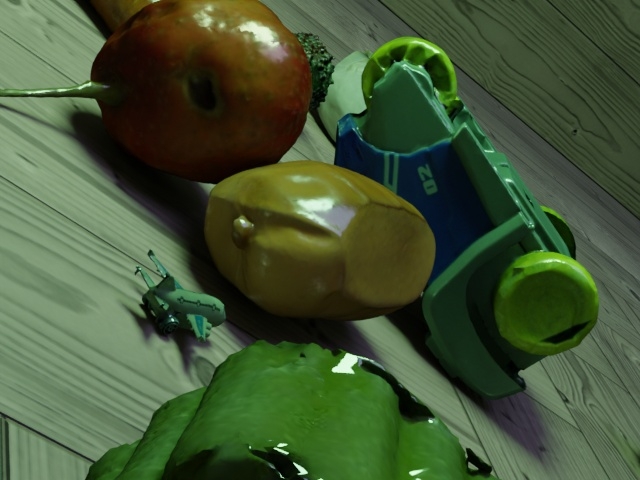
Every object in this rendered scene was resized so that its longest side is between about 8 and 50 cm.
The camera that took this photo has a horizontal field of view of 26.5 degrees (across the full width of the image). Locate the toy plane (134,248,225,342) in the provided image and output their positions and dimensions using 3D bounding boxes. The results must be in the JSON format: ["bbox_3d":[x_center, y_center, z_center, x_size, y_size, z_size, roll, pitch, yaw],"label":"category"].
[{"bbox_3d":[-0.090,0.043,0.881,0.080,0.033,0.083,53,11,34],"label":"toy plane"}]

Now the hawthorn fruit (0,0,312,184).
[{"bbox_3d":[-0.143,-0.108,1.030,0.285,0.165,0.165,-10,47,-30],"label":"hawthorn fruit"}]

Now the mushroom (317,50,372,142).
[{"bbox_3d":[0.083,-0.107,1.606,0.109,0.097,0.351,28,24,-44],"label":"mushroom"}]

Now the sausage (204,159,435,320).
[{"bbox_3d":[0.000,0.001,1.053,0.136,0.120,0.241,14,2,22],"label":"sausage"}]

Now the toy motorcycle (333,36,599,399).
[{"bbox_3d":[0.109,-0.019,1.283,0.326,0.200,0.191,52,13,-12],"label":"toy motorcycle"}]

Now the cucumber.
[{"bbox_3d":[-0.072,-0.162,1.381,0.096,0.096,0.359,45,18,5],"label":"cucumber"}]

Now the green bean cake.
[{"bbox_3d":[-0.007,0.158,0.470,0.214,0.200,0.113,44,23,-11],"label":"green bean cake"}]

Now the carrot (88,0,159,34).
[{"bbox_3d":[-0.190,-0.247,1.312,0.087,0.087,0.193,22,30,-54],"label":"carrot"}]
